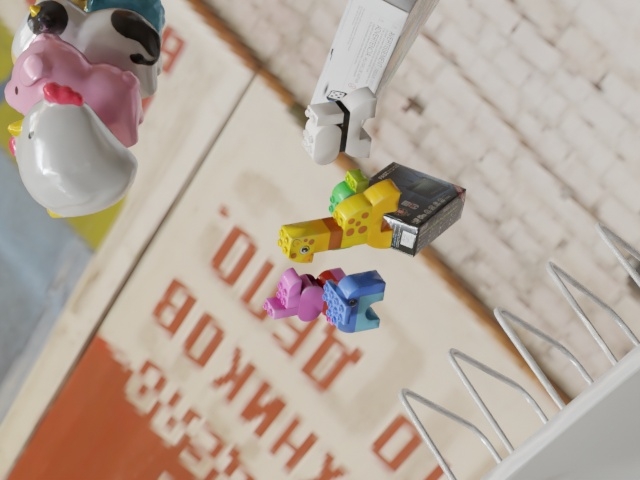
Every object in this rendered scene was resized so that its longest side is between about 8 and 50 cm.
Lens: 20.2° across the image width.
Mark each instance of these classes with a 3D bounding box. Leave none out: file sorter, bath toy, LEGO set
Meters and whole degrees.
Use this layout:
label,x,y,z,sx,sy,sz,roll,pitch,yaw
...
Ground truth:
label,x,y,z,sx,sy,sz,roll,pitch,yaw
file sorter,0.247,0.143,1.747,0.193,0.278,0.173,31,-158,-49
bath toy,-0.238,-0.161,1.743,0.151,0.129,0.348,-9,-145,6
LEGO set,0.000,0.000,1.428,0.093,0.227,0.087,-10,-141,-23

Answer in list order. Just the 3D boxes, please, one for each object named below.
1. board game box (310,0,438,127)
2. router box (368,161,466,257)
label,x,y,z,sx,sy,sz,roll,pitch,yaw
board game box,0.096,-0.254,1.528,0.053,0.193,0.305,29,-119,3
router box,0.087,-0.035,1.897,0.092,0.038,0.122,21,-149,22
